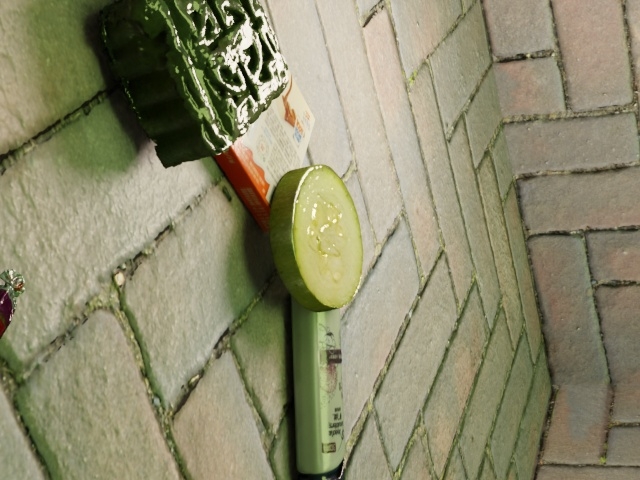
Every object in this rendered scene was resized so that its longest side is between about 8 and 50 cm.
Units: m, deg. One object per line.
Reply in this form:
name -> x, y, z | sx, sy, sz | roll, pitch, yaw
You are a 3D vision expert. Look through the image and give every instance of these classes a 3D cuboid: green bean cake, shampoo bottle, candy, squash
green bean cake -> -0.170, -0.254, 1.351 | 0.255, 0.132, 0.241 | -53, 127, -50
shampoo bottle -> 0.001, 0.266, 1.750 | 0.134, 0.078, 0.360 | 10, 77, -67
candy -> -0.351, 0.092, 1.024 | 0.175, 0.043, 0.045 | -69, 156, -45
squash -> 0.000, 0.000, 1.674 | 0.252, 0.048, 0.252 | 29, 56, -55

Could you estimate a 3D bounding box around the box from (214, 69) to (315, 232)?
box -> -0.102, -0.199, 1.633 | 0.273, 0.048, 0.265 | 59, 36, -43
